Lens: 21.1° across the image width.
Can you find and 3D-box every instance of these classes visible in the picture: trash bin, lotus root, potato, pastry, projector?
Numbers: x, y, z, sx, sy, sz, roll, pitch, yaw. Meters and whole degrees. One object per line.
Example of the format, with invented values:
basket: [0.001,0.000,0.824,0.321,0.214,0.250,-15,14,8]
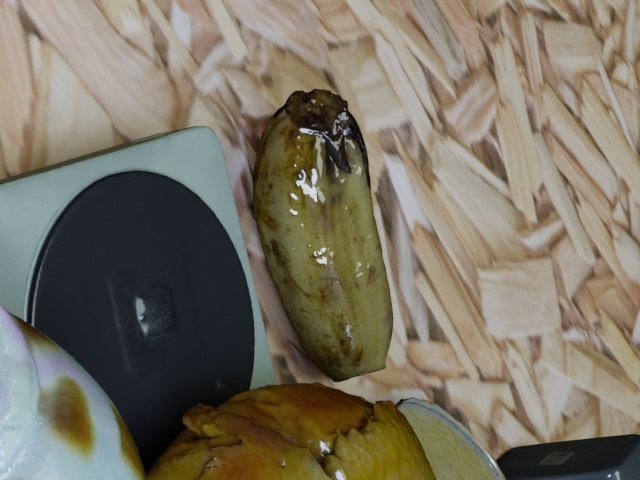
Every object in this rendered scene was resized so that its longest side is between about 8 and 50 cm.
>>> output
trash bin: [0.266,0.310,1.634,0.101,0.176,0.236,-34,108,-48]
lotus root: [0.000,0.000,1.412,0.110,0.097,0.258,-26,112,-43]
potato: [0.091,0.227,1.493,0.200,0.081,0.164,21,40,-49]
pastry: [-0.034,0.266,1.211,0.356,0.163,0.356,-33,129,-51]
projector: [-0.146,0.068,1.221,0.257,0.079,0.259,-22,102,-51]

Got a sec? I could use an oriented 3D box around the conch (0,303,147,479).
conch: [-0.220,0.186,1.021,0.197,0.249,0.368,-2,106,-72]
